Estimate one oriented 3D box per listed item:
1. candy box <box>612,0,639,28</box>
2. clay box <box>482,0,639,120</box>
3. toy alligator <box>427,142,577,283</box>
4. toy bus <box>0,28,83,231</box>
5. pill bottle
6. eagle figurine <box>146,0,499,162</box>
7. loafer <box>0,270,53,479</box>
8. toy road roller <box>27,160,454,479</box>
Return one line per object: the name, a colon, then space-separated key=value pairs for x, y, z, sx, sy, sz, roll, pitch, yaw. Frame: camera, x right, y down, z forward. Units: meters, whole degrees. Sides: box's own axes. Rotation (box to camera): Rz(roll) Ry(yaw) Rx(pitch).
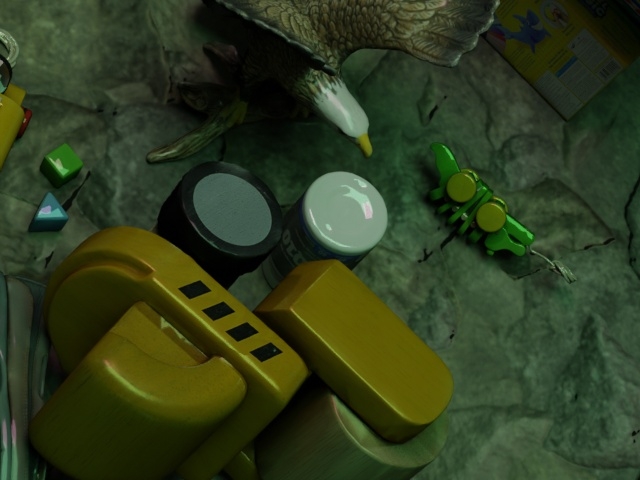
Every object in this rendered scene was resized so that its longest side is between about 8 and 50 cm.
candy box: x=0.287 y=-0.309 z=1.813 sx=0.122 sy=0.317 sz=0.268 roll=-43 pitch=97 yaw=5
clay box: x=0.207 y=-0.234 z=1.875 sx=0.222 sy=0.127 sz=0.053 roll=47 pitch=59 yaw=2
toy alligator: x=0.160 y=-0.013 z=1.811 sx=0.189 sy=0.056 sz=0.051 roll=45 pitch=102 yaw=0
toy bus: x=-0.303 y=-0.097 z=1.630 sx=0.191 sy=0.104 sz=0.202 roll=-20 pitch=78 yaw=-28
pill bottle: x=0.000 y=0.000 z=1.690 sx=0.078 sy=0.137 sz=0.078 roll=8 pitch=65 yaw=-18
eagle figurine: x=-0.005 y=-0.175 z=1.669 sx=0.225 sy=0.298 sz=0.226 roll=29 pitch=61 yaw=-7
loafer: x=-0.241 y=0.149 z=1.561 sx=0.084 sy=0.096 sz=0.267 roll=5 pitch=65 yaw=-26
toy road roller: x=-0.083 y=0.126 z=1.539 sx=0.329 sy=0.202 sz=0.240 roll=42 pitch=45 yaw=-1
